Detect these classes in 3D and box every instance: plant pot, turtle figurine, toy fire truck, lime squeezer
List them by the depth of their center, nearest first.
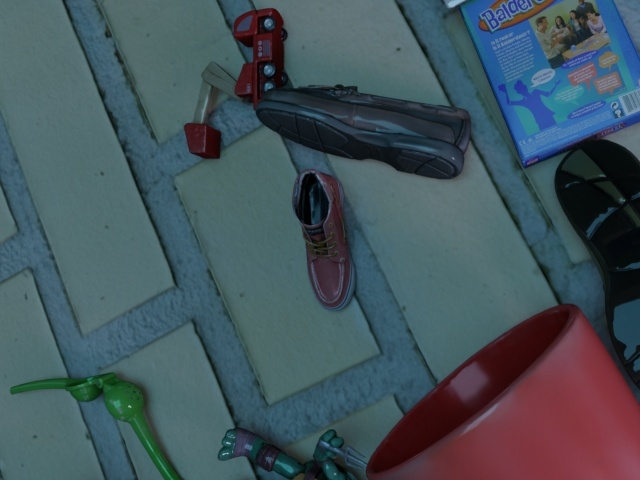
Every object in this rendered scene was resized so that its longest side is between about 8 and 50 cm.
[{"bbox_3d":[0.223,0.240,0.697,0.275,0.275,0.243,-41,84,12],"label":"plant pot"},{"bbox_3d":[-0.015,0.308,0.834,0.234,0.118,0.175,7,78,30],"label":"turtle figurine"},{"bbox_3d":[-0.115,-0.212,0.946,0.135,0.047,0.192,-2,85,18],"label":"toy fire truck"},{"bbox_3d":[-0.309,0.232,0.983,0.310,0.059,0.110,23,123,18],"label":"lime squeezer"}]

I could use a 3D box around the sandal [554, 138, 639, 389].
[{"bbox_3d":[0.352,0.027,0.753,0.120,0.086,0.303,-23,64,22],"label":"sandal"}]

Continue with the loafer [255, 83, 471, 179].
[{"bbox_3d":[0.055,-0.150,0.869,0.267,0.096,0.084,17,73,10],"label":"loafer"}]

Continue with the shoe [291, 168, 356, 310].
[{"bbox_3d":[0.000,0.000,0.871,0.063,0.081,0.178,-6,83,18],"label":"shoe"}]

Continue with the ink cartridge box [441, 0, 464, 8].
[{"bbox_3d":[0.169,-0.371,0.855,0.104,0.060,0.180,-24,78,15],"label":"ink cartridge box"}]

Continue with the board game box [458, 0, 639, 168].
[{"bbox_3d":[0.274,-0.212,0.813,0.160,0.047,0.210,-22,79,17],"label":"board game box"}]
